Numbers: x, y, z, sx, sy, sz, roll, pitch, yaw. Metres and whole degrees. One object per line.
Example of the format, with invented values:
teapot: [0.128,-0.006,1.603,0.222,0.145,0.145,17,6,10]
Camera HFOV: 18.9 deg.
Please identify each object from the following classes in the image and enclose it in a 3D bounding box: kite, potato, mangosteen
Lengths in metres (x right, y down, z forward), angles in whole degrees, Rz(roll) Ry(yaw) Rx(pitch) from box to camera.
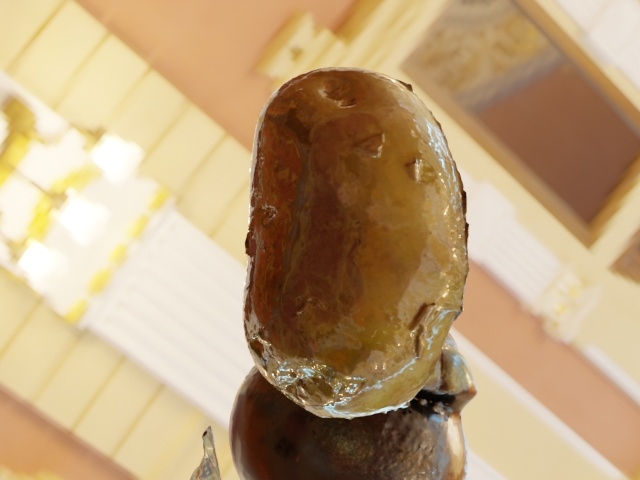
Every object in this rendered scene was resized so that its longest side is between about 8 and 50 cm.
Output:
kite: [-0.102,0.198,1.370,0.011,0.157,0.139,14,-100,30]
potato: [0.000,0.000,1.080,0.164,0.081,0.200,-10,-101,49]
mangosteen: [0.032,0.165,1.682,0.243,0.243,0.243,-30,-142,27]
